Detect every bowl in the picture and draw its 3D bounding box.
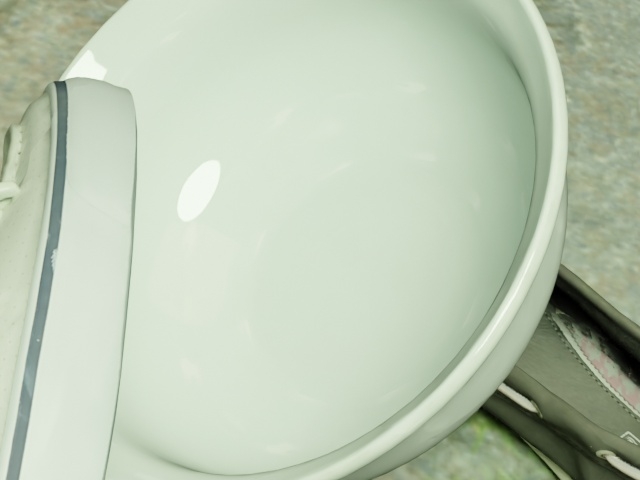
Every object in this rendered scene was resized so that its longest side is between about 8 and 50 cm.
[{"bbox_3d":[0.000,0.000,0.754,0.134,0.298,0.298,40,19,-52],"label":"bowl"}]

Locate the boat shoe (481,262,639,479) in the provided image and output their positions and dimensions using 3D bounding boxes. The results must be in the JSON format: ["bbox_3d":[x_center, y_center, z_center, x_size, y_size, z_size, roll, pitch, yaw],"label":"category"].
[{"bbox_3d":[0.122,0.054,0.816,0.335,0.095,0.112,42,48,21],"label":"boat shoe"}]

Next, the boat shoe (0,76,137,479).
[{"bbox_3d":[-0.160,0.074,0.589,0.156,0.136,0.367,10,54,-9],"label":"boat shoe"}]
